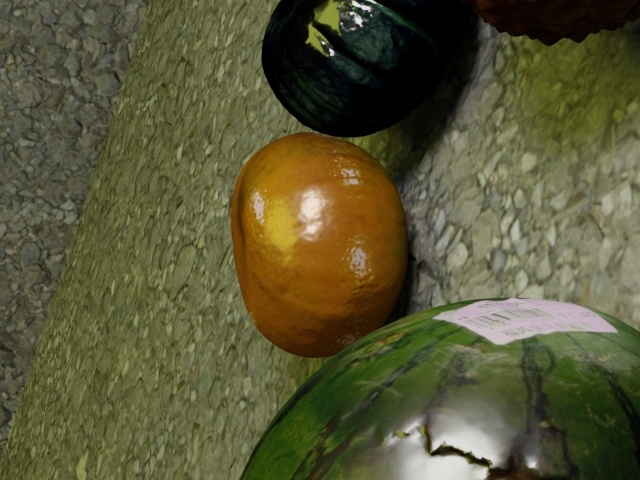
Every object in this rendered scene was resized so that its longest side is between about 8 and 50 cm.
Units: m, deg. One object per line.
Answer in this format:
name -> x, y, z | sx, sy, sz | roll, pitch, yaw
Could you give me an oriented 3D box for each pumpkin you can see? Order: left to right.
pumpkin -> 0.022, -0.241, 1.199 | 0.248, 0.248, 0.248 | -41, 42, 51

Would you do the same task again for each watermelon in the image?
watermelon -> 0.102, 0.212, 0.702 | 0.363, 0.363, 0.363 | -41, 42, 51

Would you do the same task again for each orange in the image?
orange -> 0.000, 0.000, 1.202 | 0.240, 0.171, 0.240 | 173, 90, -78

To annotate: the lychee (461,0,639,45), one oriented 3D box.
lychee -> 0.186, -0.293, 0.884 | 0.304, 0.275, 0.276 | -14, 61, 31
